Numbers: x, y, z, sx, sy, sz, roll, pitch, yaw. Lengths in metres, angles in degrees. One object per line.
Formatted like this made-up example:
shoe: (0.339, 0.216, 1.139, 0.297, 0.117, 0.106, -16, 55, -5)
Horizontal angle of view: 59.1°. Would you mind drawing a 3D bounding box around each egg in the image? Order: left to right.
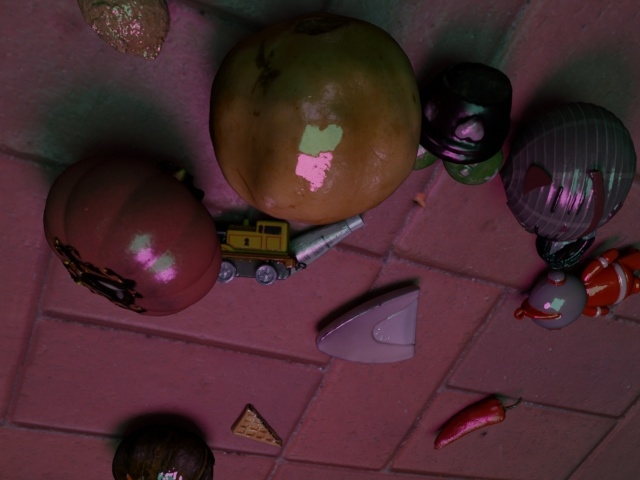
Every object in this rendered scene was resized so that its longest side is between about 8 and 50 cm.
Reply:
egg: (-0.284, -0.335, 0.822, 0.140, 0.116, 0.118, 32, 87, -24)

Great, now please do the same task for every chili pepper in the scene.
chili pepper: (0.415, 0.480, 1.512, 0.272, 0.071, 0.063, -29, 119, 9)

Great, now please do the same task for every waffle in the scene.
waffle: (-0.137, 0.464, 1.406, 0.153, 0.023, 0.097, 26, 114, -24)

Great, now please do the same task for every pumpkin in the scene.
pumpkin: (-0.357, 0.521, 1.309, 0.238, 0.159, 0.238, 2, 138, 2)

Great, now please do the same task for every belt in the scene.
belt: (0.540, -0.004, 1.249, 0.105, 0.058, 0.140, 25, 117, -19)

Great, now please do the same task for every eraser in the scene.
eraser: (0.105, 0.200, 1.274, 0.243, 0.059, 0.204, -8, 123, -12)

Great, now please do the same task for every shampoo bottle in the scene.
shampoo bottle: (0.000, 0.000, 1.137, 0.191, 0.041, 0.069, -30, 110, 6)

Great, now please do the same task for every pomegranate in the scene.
pomegranate: (-0.003, -0.179, 0.866, 0.332, 0.332, 0.332, -6, 122, -9)

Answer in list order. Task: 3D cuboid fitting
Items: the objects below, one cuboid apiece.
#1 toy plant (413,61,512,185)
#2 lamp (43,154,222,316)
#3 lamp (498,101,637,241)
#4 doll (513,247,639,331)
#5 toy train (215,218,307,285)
toy plant: (0.246, -0.194, 1.011, 0.218, 0.175, 0.235, 5, 148, -8)
lamp: (-0.297, -0.018, 0.941, 0.305, 0.239, 0.305, 22, 151, 13)
lamp: (0.454, -0.123, 1.057, 0.233, 0.233, 0.265, -13, 142, -4)
doll: (0.602, 0.122, 1.321, 0.336, 0.105, 0.200, -19, 125, -10)
toy train: (-0.134, 0.019, 1.081, 0.219, 0.089, 0.127, 3, 91, 3)
